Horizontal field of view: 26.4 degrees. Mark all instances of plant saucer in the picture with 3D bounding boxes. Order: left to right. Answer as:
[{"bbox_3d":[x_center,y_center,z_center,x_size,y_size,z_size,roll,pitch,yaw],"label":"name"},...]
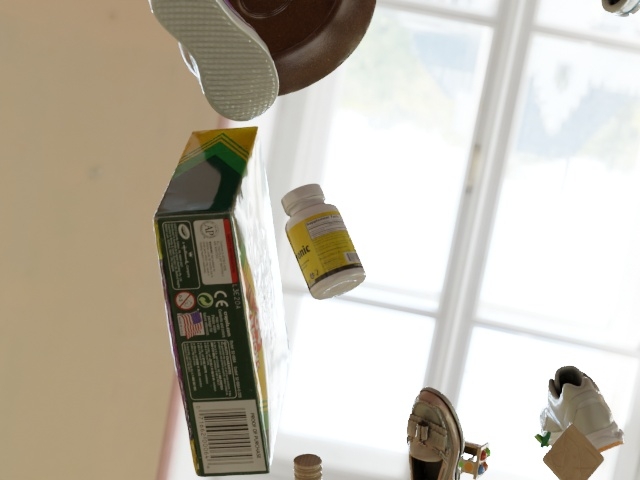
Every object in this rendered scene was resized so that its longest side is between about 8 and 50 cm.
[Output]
[{"bbox_3d":[-0.073,-0.352,1.996,0.310,0.311,0.050,14,161,24],"label":"plant saucer"}]

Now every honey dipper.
[{"bbox_3d":[-0.010,0.296,1.390,0.030,0.161,0.030,-2,-162,1],"label":"honey dipper"}]

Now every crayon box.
[{"bbox_3d":[-0.118,0.071,1.789,0.106,0.363,0.313,-4,-157,7],"label":"crayon box"}]

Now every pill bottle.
[{"bbox_3d":[0.000,0.000,1.462,0.065,0.116,0.065,-20,162,-7],"label":"pill bottle"}]

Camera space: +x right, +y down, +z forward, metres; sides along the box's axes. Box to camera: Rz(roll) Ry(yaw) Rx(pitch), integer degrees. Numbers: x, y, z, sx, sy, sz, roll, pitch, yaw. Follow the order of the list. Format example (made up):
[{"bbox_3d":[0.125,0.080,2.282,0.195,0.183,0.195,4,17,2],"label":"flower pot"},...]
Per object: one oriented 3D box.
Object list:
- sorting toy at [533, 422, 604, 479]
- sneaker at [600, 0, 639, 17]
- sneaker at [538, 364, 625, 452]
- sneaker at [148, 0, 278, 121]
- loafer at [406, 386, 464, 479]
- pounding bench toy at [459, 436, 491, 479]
[{"bbox_3d":[0.271,0.231,1.500,0.012,0.062,0.083,5,-145,-46],"label":"sorting toy"},{"bbox_3d":[0.381,-0.355,1.627,0.071,0.191,0.083,20,-159,19],"label":"sneaker"},{"bbox_3d":[0.365,0.234,1.959,0.099,0.121,0.262,-18,180,-5],"label":"sneaker"},{"bbox_3d":[-0.147,-0.288,1.773,0.282,0.102,0.161,59,-177,-47],"label":"sneaker"},{"bbox_3d":[0.090,0.173,1.103,0.045,0.125,0.039,24,-129,32],"label":"loafer"},{"bbox_3d":[0.233,0.333,2.116,0.065,0.052,0.083,12,-173,21],"label":"pounding bench toy"}]
